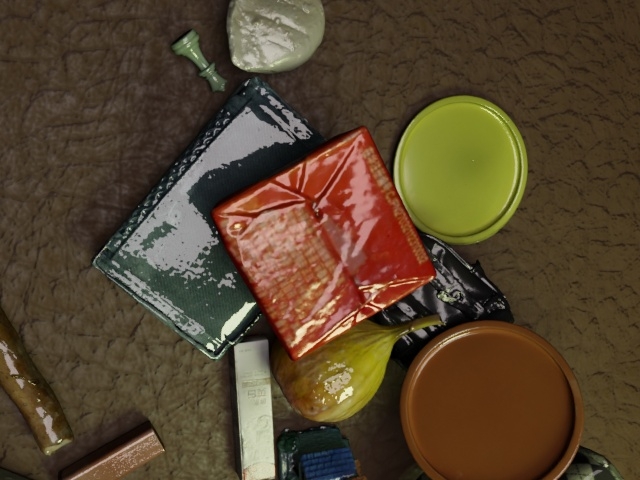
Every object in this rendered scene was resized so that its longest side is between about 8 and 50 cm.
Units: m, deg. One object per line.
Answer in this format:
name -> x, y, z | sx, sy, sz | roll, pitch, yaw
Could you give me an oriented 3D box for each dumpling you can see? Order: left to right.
dumpling -> -0.066, -0.307, 1.123 | 0.176, 0.092, 0.150 | -30, 107, -12

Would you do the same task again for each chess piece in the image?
chess piece -> -0.163, -0.243, 1.130 | 0.042, 0.042, 0.093 | -41, 113, -9

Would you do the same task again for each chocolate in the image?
chocolate -> 0.000, 0.000, 1.097 | 0.235, 0.108, 0.237 | -31, 106, -8

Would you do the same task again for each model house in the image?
model house -> 0.011, 0.365, 1.212 | 0.119, 0.149, 0.148 | -4, 97, -17

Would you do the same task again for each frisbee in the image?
frisbee -> 0.220, -0.109, 1.285 | 0.236, 0.017, 0.236 | -2, 98, -17
frisbee -> 0.234, 0.233, 1.131 | 0.251, 0.021, 0.250 | -3, 70, 9

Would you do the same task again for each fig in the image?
fig -> 0.057, 0.163, 1.170 | 0.257, 0.159, 0.159 | -24, 105, 8

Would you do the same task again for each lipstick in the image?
lipstick -> -0.295, 0.315, 1.159 | 0.145, 0.045, 0.045 | -28, 103, -12

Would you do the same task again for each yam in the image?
yam -> -0.404, 0.183, 1.101 | 0.057, 0.057, 0.241 | -27, 105, -13

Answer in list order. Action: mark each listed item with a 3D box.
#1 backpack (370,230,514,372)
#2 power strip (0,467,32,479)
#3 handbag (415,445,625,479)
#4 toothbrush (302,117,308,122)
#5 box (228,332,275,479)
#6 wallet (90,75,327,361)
backpack -> 0.172, 0.100, 1.248 | 0.258, 0.133, 0.206 | 46, 79, -11
power strip -> -0.498, 0.308, 1.063 | 0.338, 0.098, 0.058 | 29, 87, -20
handbag -> 0.206, 0.431, 1.203 | 0.416, 0.317, 0.180 | -45, 122, -11
toothbrush -> -0.025, -0.048, 1.207 | 0.022, 0.026, 0.263 | -6, 99, -27
box -> -0.102, 0.249, 1.216 | 0.055, 0.039, 0.218 | -7, 100, -19
wallet -> -0.120, -0.027, 1.148 | 0.237, 0.075, 0.342 | 41, 87, -15
